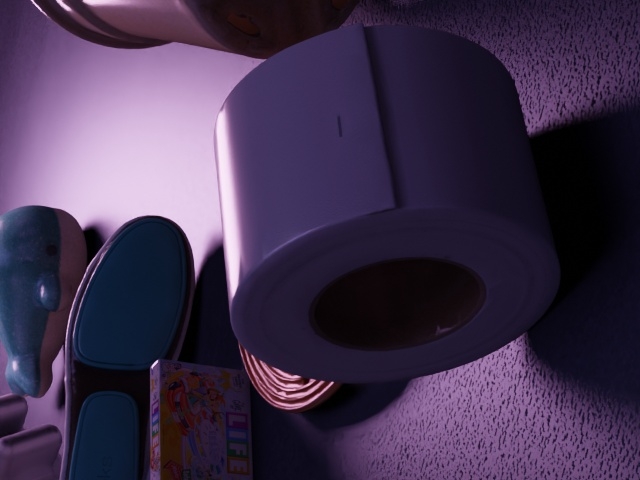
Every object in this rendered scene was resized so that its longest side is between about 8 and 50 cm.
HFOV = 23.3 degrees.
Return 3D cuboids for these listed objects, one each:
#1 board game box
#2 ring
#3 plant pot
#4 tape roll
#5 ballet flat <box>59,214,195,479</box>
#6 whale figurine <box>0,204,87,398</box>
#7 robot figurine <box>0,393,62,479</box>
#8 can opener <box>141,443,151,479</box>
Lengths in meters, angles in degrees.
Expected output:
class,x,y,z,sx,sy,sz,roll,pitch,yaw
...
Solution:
class,x,y,z,sx,sy,sz,roll,pitch,yaw
board game box,-0.121,0.202,1.579,0.026,0.103,0.154,-41,45,51
ring,0.000,0.000,1.498,0.336,0.032,0.336,-36,49,54
plant pot,-0.115,-0.324,1.573,0.305,0.334,0.333,32,109,51
tape roll,0.046,-0.021,1.173,0.246,0.246,0.169,-49,39,46
ballet flat,-0.229,0.170,1.788,0.139,0.139,0.400,-29,49,57
whale figurine,-0.419,0.084,2.178,0.216,0.141,0.272,-6,76,63
robot figurine,-0.465,0.379,2.091,0.300,0.200,0.353,39,118,29
can opener,-0.158,0.315,1.669,0.093,0.074,0.280,9,90,29
